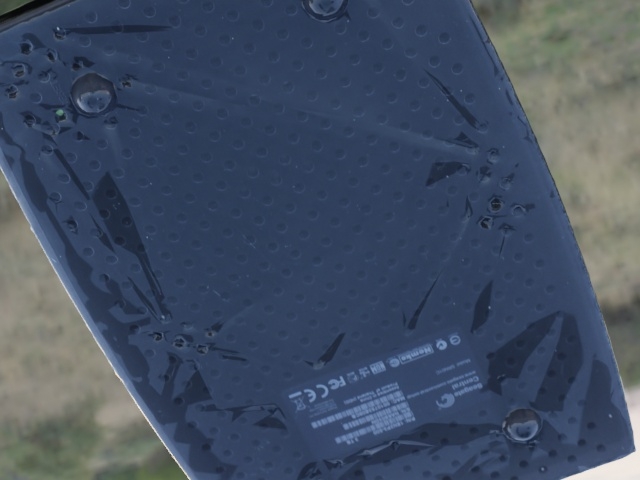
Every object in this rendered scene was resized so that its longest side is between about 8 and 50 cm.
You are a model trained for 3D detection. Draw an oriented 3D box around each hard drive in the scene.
[{"bbox_3d":[0.000,0.000,0.563,0.172,0.255,0.054,-22,-150,10],"label":"hard drive"}]
